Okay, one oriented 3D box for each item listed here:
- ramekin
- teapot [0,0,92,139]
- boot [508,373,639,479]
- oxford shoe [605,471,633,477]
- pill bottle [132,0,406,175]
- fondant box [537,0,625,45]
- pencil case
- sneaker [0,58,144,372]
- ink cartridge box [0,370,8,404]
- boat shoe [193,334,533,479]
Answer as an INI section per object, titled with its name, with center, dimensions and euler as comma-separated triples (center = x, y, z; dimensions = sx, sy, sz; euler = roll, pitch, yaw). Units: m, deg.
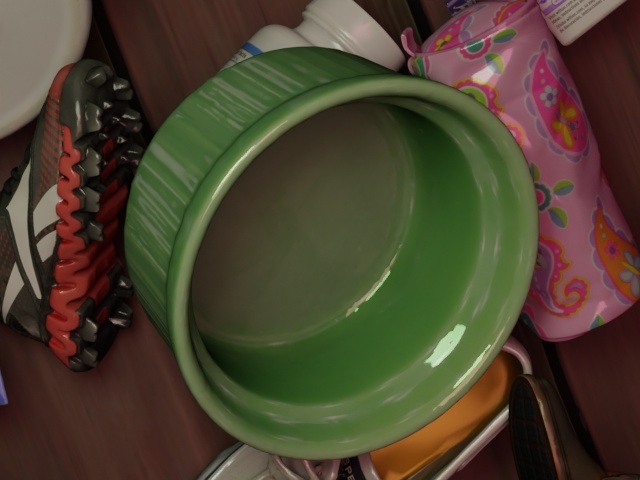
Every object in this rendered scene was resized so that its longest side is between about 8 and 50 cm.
[ramekin]
center = 0.000, 0.000, 1.423
dimensions = 0.303, 0.148, 0.303
euler = -13, 118, -25
[teapot]
center = -0.303, -0.205, 1.475
dimensions = 0.256, 0.187, 0.252
euler = 25, 109, -32
[boot]
center = 0.225, 0.197, 1.503
dimensions = 0.106, 0.082, 0.219
euler = -20, 97, -19
[oxford shoe]
center = 0.160, 0.268, 1.570
dimensions = 0.271, 0.098, 0.097
euler = -26, 94, -5
[pill bottle]
center = -0.037, -0.096, 1.527
dimensions = 0.124, 0.124, 0.221
euler = 45, 87, -5
[fondant box]
center = 0.185, -0.357, 1.496
dimensions = 0.238, 0.096, 0.330
euler = -37, 101, 27
[pencil case]
center = 0.169, -0.062, 1.531
dimensions = 0.124, 0.124, 0.284
euler = -27, 106, -5
[sneaker]
center = -0.216, -0.026, 1.481
dimensions = 0.135, 0.097, 0.276
euler = 20, 127, 15
[ink cartridge box]
center = -0.418, 0.079, 1.485
dimensions = 0.311, 0.065, 0.186
euler = -12, 93, 9
[boat shoe]
center = 0.024, 0.195, 1.524
dimensions = 0.367, 0.156, 0.136
euler = -32, 94, -5
